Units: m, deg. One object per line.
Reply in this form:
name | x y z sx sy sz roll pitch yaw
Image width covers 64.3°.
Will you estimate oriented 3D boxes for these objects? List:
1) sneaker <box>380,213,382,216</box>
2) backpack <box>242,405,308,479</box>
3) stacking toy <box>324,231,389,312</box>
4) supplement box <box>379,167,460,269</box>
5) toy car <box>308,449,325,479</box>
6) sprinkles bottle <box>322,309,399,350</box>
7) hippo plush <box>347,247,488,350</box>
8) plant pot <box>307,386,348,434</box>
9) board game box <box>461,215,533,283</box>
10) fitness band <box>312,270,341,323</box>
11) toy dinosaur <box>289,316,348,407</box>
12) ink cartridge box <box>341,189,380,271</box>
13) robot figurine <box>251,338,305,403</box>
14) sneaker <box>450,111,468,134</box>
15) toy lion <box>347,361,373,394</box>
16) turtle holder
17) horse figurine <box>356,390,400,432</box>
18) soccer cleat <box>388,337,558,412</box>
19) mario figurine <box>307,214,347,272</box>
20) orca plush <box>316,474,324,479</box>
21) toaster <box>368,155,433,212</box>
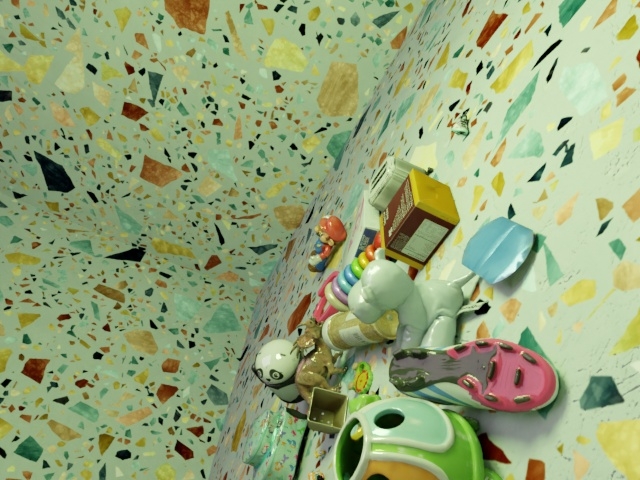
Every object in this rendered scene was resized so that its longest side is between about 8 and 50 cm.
sneaker | 0.233 -0.078 1.830 0.052 0.058 0.135 -63 11 14
backpack | -0.157 0.714 1.738 0.225 0.191 0.254 128 157 -48
stacking toy | 0.154 0.093 1.709 0.330 0.141 0.141 -54 16 27
supplement box | 0.272 -0.061 1.445 0.194 0.129 0.191 -59 14 32
toy car | -0.009 0.656 1.485 0.040 0.060 0.122 -27 35 19
sprinkles bottle | 0.122 0.251 1.498 0.355 0.121 0.121 -37 31 62
hippo plush | 0.184 0.159 1.139 0.294 0.236 0.234 -52 18 50
plant pot | 0.014 0.524 1.536 0.096 0.108 0.109 108 176 -47
board game box | 0.371 0.024 1.050 0.133 0.033 0.169 -52 25 5
fitness band | 0.030 0.251 2.103 0.209 0.054 0.291 -80 17 -48
toy dinosaur | -0.028 0.415 1.673 0.296 0.200 0.127 -70 12 -16
ink cartridge box | 0.146 -0.013 1.911 0.330 0.071 0.324 -85 8 -54
robot figurine | -0.118 0.475 1.822 0.209 0.278 0.173 -35 40 -5
sneaker | 0.431 -0.357 1.542 0.098 0.038 0.069 -113 48 -74
toy lion | 0.121 0.397 1.474 0.096 0.034 0.100 -38 29 52
turtle holder | 0.148 0.374 0.901 0.320 0.227 0.243 -83 19 -53
horse figurine | 0.139 0.448 1.207 0.175 0.066 0.263 -64 8 -20
soccer cleat | 0.276 0.243 0.913 0.331 0.143 0.116 -10 60 48
mario figurine | 0.000 0.000 2.418 0.198 0.170 0.321 60 143 32
orca plush | -0.031 0.739 1.294 0.151 0.102 0.287 -56 15 41
toaster | 0.257 -0.181 1.706 0.227 0.146 0.129 -56 16 41
